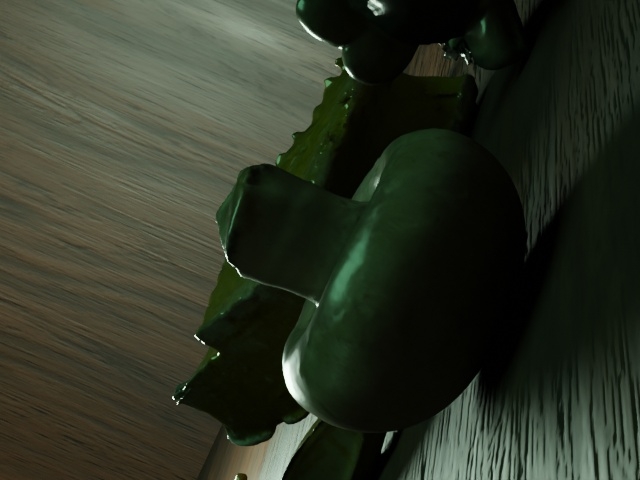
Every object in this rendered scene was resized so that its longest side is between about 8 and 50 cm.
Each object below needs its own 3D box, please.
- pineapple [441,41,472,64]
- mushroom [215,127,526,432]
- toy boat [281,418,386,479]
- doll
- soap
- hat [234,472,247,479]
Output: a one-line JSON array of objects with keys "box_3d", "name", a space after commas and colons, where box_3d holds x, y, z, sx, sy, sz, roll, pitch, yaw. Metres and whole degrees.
[{"box_3d": [0.168, -0.247, 2.110, 0.058, 0.058, 0.124, 121, 166, -66], "name": "pineapple"}, {"box_3d": [0.025, 0.015, 1.202, 0.204, 0.204, 0.204, -156, 90, -87], "name": "mushroom"}, {"box_3d": [0.011, 0.183, 1.498, 0.072, 0.064, 0.206, -41, -17, -52], "name": "toy boat"}, {"box_3d": [0.139, -0.355, 1.670, 0.382, 0.252, 0.379, -52, 13, 51], "name": "doll"}, {"box_3d": [0.000, 0.000, 1.881, 0.304, 0.169, 0.339, -40, 22, 50], "name": "soap"}, {"box_3d": [-0.156, 0.326, 2.106, 0.233, 0.244, 0.233, -48, 20, 30], "name": "hat"}]
